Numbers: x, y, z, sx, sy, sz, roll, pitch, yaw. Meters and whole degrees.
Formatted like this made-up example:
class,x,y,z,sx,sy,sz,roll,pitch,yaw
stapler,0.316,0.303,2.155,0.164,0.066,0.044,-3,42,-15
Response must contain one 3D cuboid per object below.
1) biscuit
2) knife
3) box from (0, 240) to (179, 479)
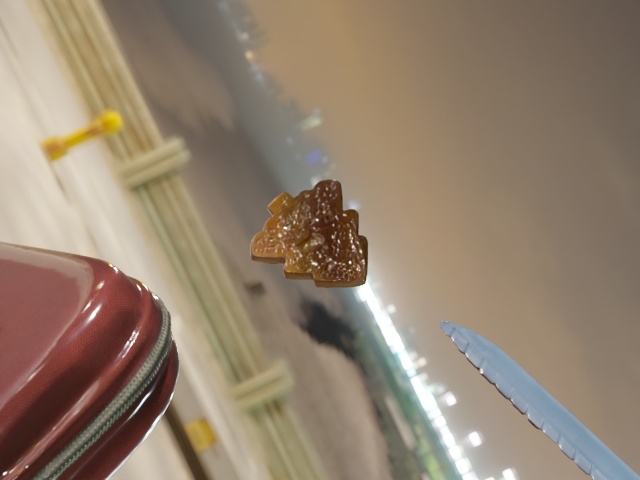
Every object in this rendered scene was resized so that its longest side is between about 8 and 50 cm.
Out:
class,x,y,z,sx,sy,sz,roll,pitch,yaw
biscuit,0.000,0.000,1.035,0.092,0.082,0.016,40,-18,21
knife,0.177,0.146,0.762,0.313,0.019,0.044,42,25,8
box,-0.257,0.111,1.073,0.108,0.263,0.404,53,-22,-25
